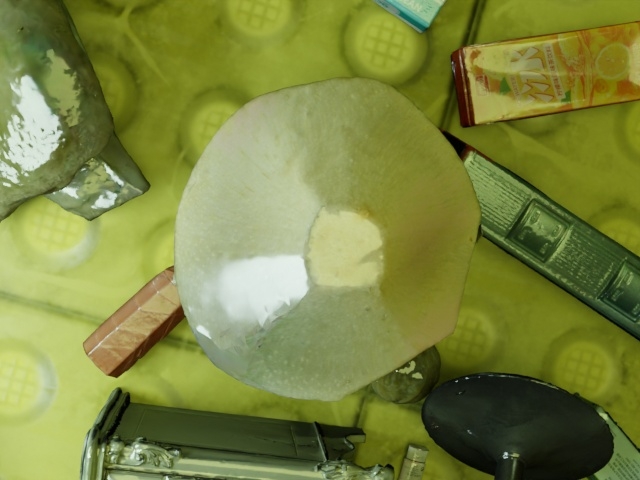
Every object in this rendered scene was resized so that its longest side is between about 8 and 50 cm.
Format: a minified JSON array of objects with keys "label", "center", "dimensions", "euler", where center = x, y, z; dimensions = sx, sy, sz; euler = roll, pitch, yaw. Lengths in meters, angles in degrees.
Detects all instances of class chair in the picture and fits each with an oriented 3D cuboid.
[{"label":"chair","center":[0.172,0.359,0.971],"dimensions":[0.226,0.226,0.401],"euler":[27,50,-6]}]

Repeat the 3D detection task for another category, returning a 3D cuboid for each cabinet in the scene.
[{"label":"cabinet","center":[-0.106,0.346,1.054],"dimensions":[0.318,0.227,0.290],"euler":[8,91,-6]}]

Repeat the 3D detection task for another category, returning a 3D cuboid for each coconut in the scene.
[{"label":"coconut","center":[0.000,0.000,0.993],"dimensions":[0.352,0.352,0.353],"euler":[0,93,-5]}]

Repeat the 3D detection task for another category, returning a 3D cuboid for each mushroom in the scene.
[{"label":"mushroom","center":[-0.341,-0.138,1.030],"dimensions":[0.217,0.212,0.292],"euler":[-25,102,-12]}]

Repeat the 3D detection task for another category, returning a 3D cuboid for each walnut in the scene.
[{"label":"walnut","center":[0.102,0.154,1.140],"dimensions":[0.092,0.092,0.092],"euler":[0,93,-5]}]

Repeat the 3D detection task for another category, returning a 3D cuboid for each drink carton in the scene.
[{"label":"drink carton","center":[0.277,-0.199,1.142],"dimensions":[0.222,0.071,0.096],"euler":[-9,95,-5]}]

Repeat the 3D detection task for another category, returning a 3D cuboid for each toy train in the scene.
[{"label":"toy train","center":[0.279,0.000,1.146],"dimensions":[0.409,0.089,0.086],"euler":[33,95,-7]}]

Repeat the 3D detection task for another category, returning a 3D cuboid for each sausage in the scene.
[{"label":"sausage","center":[-0.198,0.086,1.115],"dimensions":[0.169,0.065,0.065],"euler":[-42,96,0]}]

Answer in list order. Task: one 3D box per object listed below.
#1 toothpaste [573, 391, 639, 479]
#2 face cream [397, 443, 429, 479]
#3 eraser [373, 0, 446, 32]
[{"label":"toothpaste","center":[0.414,0.340,1.176],"dimensions":[0.067,0.081,0.336],"euler":[-40,96,-3]},{"label":"face cream","center":[0.106,0.310,1.176],"dimensions":[0.038,0.020,0.115],"euler":[16,92,-7]},{"label":"eraser","center":[0.060,-0.348,1.123],"dimensions":[0.225,0.052,0.095],"euler":[33,92,-7]}]
